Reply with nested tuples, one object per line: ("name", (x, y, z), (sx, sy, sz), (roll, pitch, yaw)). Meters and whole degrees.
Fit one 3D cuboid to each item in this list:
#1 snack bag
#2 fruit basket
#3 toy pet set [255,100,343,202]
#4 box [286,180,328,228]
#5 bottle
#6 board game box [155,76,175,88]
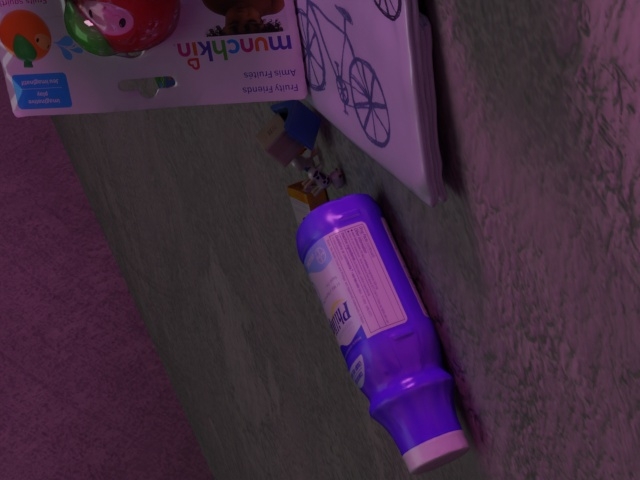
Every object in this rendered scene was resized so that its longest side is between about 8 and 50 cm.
("snack bag", (0.025, -0.238, 1.439), (0.323, 0.037, 0.342), (-133, 30, -58))
("fruit basket", (-0.196, -0.286, 1.539), (0.165, 0.327, 0.353), (-59, -35, -64))
("toy pet set", (-0.014, -0.107, 1.764), (0.114, 0.065, 0.122), (38, -170, -34))
("box", (0.000, 0.000, 1.873), (0.081, 0.028, 0.136), (-152, 42, -70))
("bottle", (0.065, 0.096, 1.607), (0.118, 0.092, 0.283), (111, 138, -68))
("board game box", (-0.254, -0.338, 2.378), (0.160, 0.039, 0.211), (103, 147, -66))
